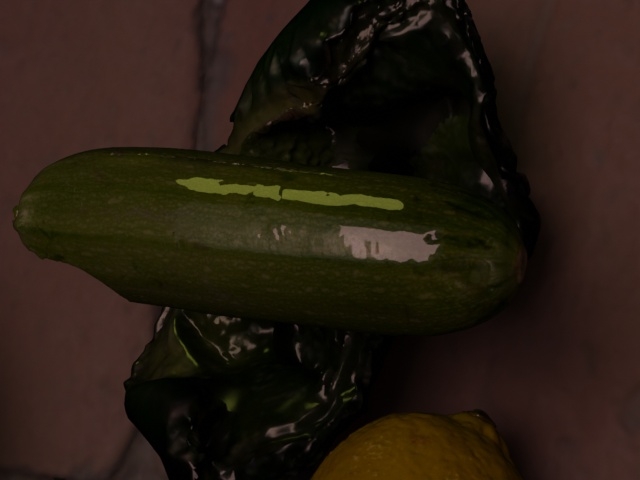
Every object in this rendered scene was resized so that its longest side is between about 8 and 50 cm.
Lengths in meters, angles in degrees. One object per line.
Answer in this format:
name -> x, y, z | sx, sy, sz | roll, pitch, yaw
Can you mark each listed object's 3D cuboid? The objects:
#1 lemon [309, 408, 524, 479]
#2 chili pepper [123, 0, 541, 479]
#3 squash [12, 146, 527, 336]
lemon -> 0.041, 0.133, 0.805 | 0.109, 0.109, 0.133 | 26, 74, 31
chili pepper -> 0.007, -0.001, 0.866 | 0.148, 0.116, 0.265 | 29, 96, 60
squash -> -0.028, -0.001, 0.772 | 0.238, 0.069, 0.069 | 8, 81, 26
